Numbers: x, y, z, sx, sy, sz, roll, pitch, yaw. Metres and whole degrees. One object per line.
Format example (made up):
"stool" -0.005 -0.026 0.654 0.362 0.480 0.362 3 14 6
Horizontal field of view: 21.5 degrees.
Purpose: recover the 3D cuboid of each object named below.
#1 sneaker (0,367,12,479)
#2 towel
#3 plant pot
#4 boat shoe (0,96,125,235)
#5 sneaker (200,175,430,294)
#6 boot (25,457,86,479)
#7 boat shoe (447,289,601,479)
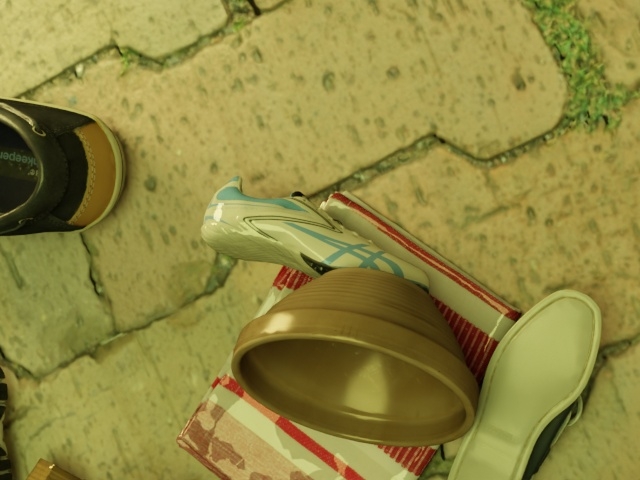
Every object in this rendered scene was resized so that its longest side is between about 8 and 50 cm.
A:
"sneaker" -0.395 0.234 1.857 0.094 0.081 0.208 -6 75 43
"towel" 0.023 0.145 1.724 0.237 0.037 0.329 35 103 15
"plant pot" 0.041 0.100 1.610 0.237 0.237 0.110 4 60 20
"boat shoe" -0.459 -0.091 1.829 0.500 0.156 0.187 6 96 21
"sneaker" 0.000 0.000 1.670 0.237 0.085 0.086 20 70 8
"boot" -0.271 0.349 1.724 0.295 0.104 0.211 9 69 57
"boat shoe" 0.202 0.161 1.636 0.095 0.079 0.254 23 102 15
